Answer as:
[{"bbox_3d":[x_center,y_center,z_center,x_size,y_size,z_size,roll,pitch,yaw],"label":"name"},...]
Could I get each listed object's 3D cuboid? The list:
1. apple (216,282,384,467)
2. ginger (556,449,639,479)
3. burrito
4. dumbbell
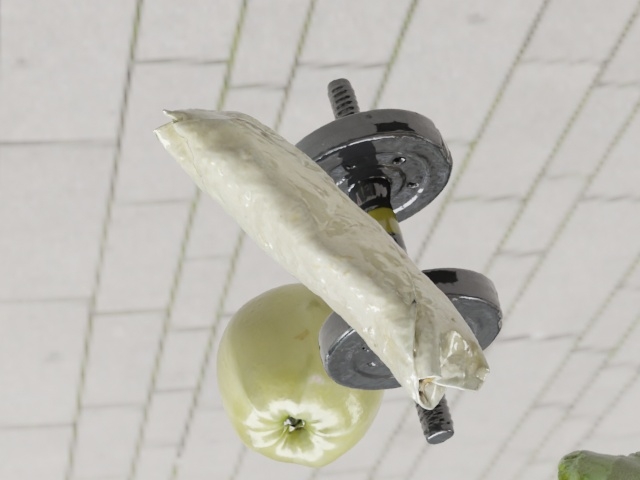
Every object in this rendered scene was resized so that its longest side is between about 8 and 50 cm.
[{"bbox_3d":[-0.020,0.139,1.824,0.200,0.200,0.200,-5,153,-3],"label":"apple"},{"bbox_3d":[0.347,0.324,1.757,0.137,0.290,0.089,-27,156,-3],"label":"ginger"},{"bbox_3d":[0.000,0.000,1.094,0.082,0.275,0.059,-6,133,-48],"label":"burrito"},{"bbox_3d":[0.051,0.008,1.350,0.143,0.326,0.143,-12,150,-7],"label":"dumbbell"}]
